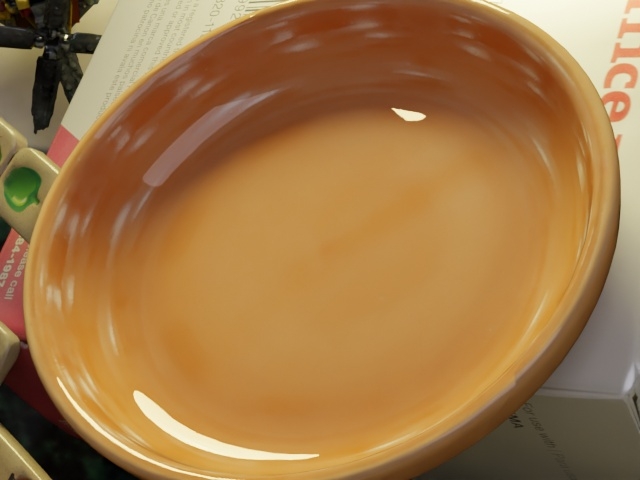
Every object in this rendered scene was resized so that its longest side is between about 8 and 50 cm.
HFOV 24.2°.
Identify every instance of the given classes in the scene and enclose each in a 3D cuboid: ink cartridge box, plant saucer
[{"bbox_3d":[0.029,-0.011,0.598,0.283,0.117,0.207,3,58,31],"label":"ink cartridge box"},{"bbox_3d":[0.000,0.000,0.490,0.200,0.037,0.200,-11,51,14],"label":"plant saucer"}]

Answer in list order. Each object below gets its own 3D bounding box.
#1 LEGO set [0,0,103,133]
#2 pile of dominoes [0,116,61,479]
[{"bbox_3d":[-0.230,-0.169,0.652,0.331,0.254,0.192,0,35,-16],"label":"LEGO set"},{"bbox_3d":[-0.145,0.063,0.556,0.251,0.040,0.196,38,96,34],"label":"pile of dominoes"}]
